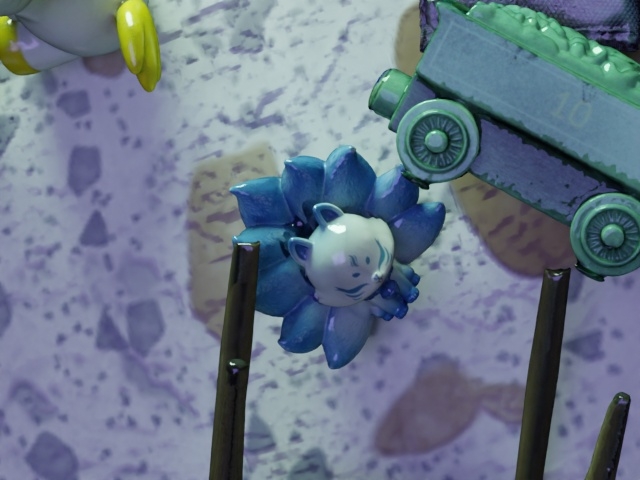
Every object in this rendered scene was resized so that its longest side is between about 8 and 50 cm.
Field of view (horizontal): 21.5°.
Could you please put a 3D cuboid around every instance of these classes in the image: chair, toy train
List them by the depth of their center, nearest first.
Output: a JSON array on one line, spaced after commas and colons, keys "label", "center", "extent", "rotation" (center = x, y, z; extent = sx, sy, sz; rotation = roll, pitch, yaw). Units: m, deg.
[{"label": "chair", "center": [0.025, 0.154, 0.775], "extent": [0.188, 0.166, 0.272], "rotation": [6, 109, -3]}, {"label": "toy train", "center": [0.110, -0.050, 0.801], "extent": [0.172, 0.070, 0.099], "rotation": [28, 103, 4]}]

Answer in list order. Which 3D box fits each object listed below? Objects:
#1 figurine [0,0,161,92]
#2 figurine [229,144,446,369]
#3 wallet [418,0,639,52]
[{"label": "figurine", "center": [-0.158, -0.140, 0.844], "extent": [0.130, 0.178, 0.109], "rotation": [36, 99, 41]}, {"label": "figurine", "center": [0.000, 0.000, 0.836], "extent": [0.114, 0.079, 0.114], "rotation": [-6, 112, -15]}, {"label": "wallet", "center": [0.104, -0.173, 0.828], "extent": [0.111, 0.030, 0.165], "rotation": [2, 97, 13]}]
